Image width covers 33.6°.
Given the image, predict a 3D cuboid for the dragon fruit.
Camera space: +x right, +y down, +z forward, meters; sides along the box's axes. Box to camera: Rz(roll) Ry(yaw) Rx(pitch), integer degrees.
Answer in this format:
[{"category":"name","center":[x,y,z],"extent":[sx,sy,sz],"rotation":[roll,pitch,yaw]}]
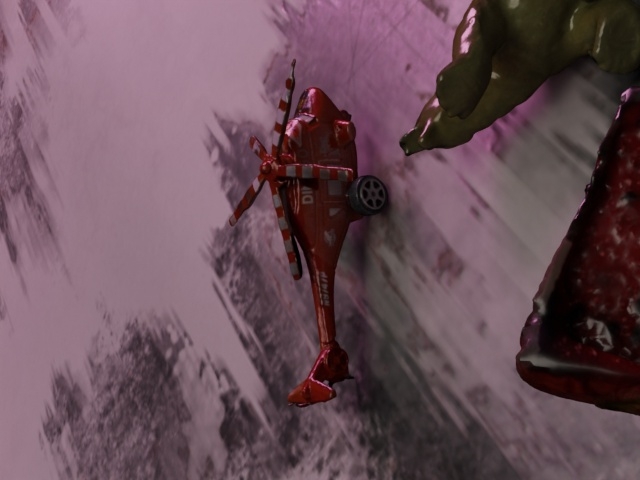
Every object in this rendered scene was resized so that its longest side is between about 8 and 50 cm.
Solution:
[{"category":"dragon fruit","center":[0.163,0.025,0.399],"extent":[0.161,0.127,0.120],"rotation":[18,80,28]}]

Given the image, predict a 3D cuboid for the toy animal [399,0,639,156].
[{"category":"toy animal","center":[0.110,-0.134,0.546],"extent":[0.101,0.103,0.218],"rotation":[-131,56,-69]}]

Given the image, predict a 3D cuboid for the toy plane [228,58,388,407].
[{"category":"toy plane","center":[0.005,-0.003,0.656],"extent":[0.126,0.077,0.194],"rotation":[-44,57,42]}]
